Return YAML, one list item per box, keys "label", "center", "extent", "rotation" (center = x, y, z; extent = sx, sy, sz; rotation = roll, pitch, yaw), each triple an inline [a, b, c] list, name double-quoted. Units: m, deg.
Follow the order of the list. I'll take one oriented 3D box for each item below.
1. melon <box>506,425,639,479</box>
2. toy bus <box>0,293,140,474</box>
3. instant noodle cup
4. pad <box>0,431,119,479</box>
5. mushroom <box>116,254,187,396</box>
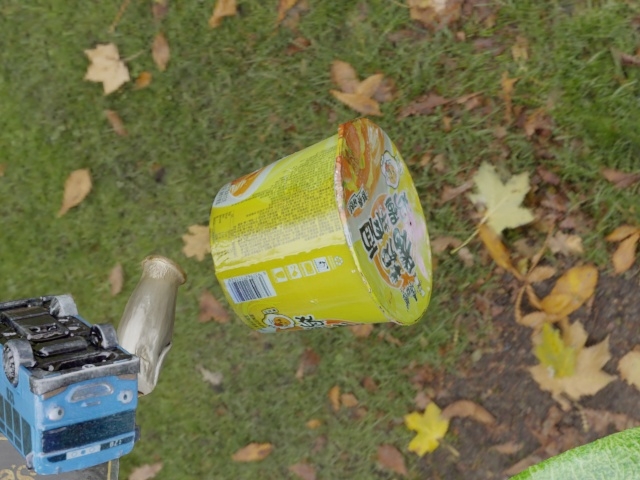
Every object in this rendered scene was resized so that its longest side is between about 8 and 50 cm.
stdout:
- label: "melon"
  center: [0.339, 0.300, 1.097]
  extent: [0.124, 0.324, 0.196]
  rotation: [156, 107, -71]
- label: "toy bus"
  center: [-0.278, 0.144, 1.008]
  extent: [0.234, 0.116, 0.133]
  rotation: [21, 114, 52]
- label: "instant noodle cup"
  center: [0.000, 0.000, 1.225]
  extent: [0.200, 0.264, 0.264]
  rotation: [-16, 96, 26]
- label: "pad"
  center: [-0.474, 0.353, 1.364]
  extent: [0.376, 0.063, 0.314]
  rotation: [3, 72, -8]
- label: "mushroom"
  center: [-0.288, 0.143, 1.633]
  extent: [0.096, 0.108, 0.246]
  rotation: [0, 68, 27]
